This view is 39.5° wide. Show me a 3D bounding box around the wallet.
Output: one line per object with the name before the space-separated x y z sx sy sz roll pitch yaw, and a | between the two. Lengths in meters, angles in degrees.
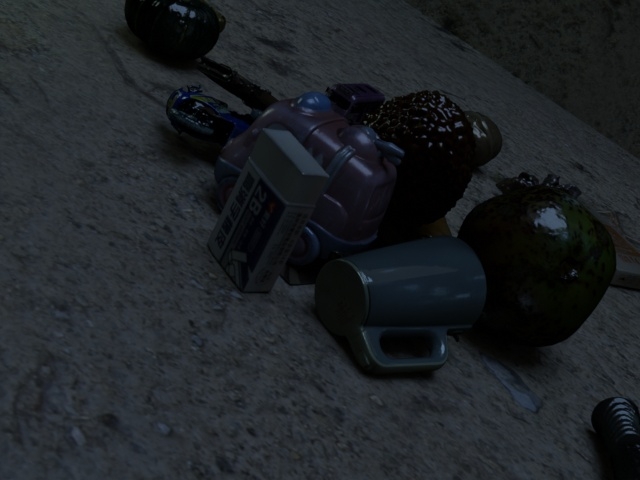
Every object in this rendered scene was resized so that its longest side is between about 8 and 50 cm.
wallet | -0.087 -0.249 1.721 0.317 0.044 0.169 30 3 -37

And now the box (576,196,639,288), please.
box | 0.679 -0.009 2.222 0.205 0.051 0.365 10 31 -34

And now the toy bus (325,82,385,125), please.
toy bus | 0.075 -0.325 2.120 0.087 0.098 0.178 39 27 19

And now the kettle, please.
kettle | 0.124 0.103 1.355 0.243 0.160 0.210 -6 70 -41

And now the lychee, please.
lychee | 0.164 -0.149 1.576 0.236 0.271 0.235 12 57 -19

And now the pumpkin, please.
pumpkin | -0.319 -0.481 1.933 0.212 0.152 0.211 20 12 -4

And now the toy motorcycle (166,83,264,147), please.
toy motorcycle | -0.178 -0.213 1.638 0.169 0.113 0.315 35 15 34

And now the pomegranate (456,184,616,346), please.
pomegranate | 0.344 0.033 1.579 0.285 0.284 0.341 21 2 -18

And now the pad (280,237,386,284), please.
pad | 0.000 0.000 1.543 0.330 0.004 0.220 -1 39 -48

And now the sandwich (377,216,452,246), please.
sandwich | 0.141 -0.046 1.706 0.245 0.063 0.212 22 25 -15

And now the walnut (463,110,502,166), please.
walnut | 0.392 -0.264 2.303 0.140 0.140 0.162 11 20 -34

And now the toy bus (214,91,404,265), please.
toy bus | -0.013 -0.115 1.464 0.294 0.231 0.197 38 26 16

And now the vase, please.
vase | 0.460 0.325 1.317 0.116 0.115 0.237 27 20 -6

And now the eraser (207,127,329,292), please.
eraser | -0.079 -0.042 1.296 0.068 0.210 0.124 4 35 -41

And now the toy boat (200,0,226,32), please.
toy boat | -0.310 -0.572 2.225 0.088 0.068 0.226 7 30 -49

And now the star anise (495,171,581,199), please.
star anise | 0.526 -0.112 2.188 0.197 0.073 0.212 20 43 20
